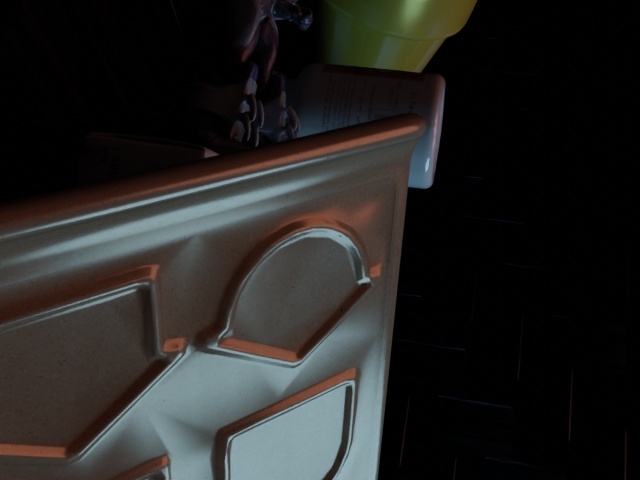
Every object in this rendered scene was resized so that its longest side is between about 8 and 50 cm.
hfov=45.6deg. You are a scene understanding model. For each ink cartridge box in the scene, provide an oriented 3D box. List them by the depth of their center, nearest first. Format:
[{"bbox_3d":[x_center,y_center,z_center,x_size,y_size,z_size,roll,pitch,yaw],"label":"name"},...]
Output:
[{"bbox_3d":[-0.111,0.012,0.610,0.219,0.092,0.160,6,91,-81],"label":"ink cartridge box"}]

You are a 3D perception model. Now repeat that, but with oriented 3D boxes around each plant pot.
[{"bbox_3d":[0.096,-0.352,1.188,0.254,0.254,0.239,-73,-178,-45],"label":"plant pot"}]

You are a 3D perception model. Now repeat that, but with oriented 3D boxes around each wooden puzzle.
[{"bbox_3d":[-0.090,0.098,0.460,0.322,0.080,0.348,-18,128,-34],"label":"wooden puzzle"}]

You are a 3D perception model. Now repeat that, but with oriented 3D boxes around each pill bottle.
[{"bbox_3d":[0.024,-0.137,0.885,0.131,0.229,0.131,8,90,-81],"label":"pill bottle"}]

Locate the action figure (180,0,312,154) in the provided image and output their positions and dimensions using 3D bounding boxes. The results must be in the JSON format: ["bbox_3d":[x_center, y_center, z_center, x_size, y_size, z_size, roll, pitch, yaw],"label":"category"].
[{"bbox_3d":[-0.061,-0.215,0.729,0.185,0.099,0.285,6,87,-72],"label":"action figure"}]
